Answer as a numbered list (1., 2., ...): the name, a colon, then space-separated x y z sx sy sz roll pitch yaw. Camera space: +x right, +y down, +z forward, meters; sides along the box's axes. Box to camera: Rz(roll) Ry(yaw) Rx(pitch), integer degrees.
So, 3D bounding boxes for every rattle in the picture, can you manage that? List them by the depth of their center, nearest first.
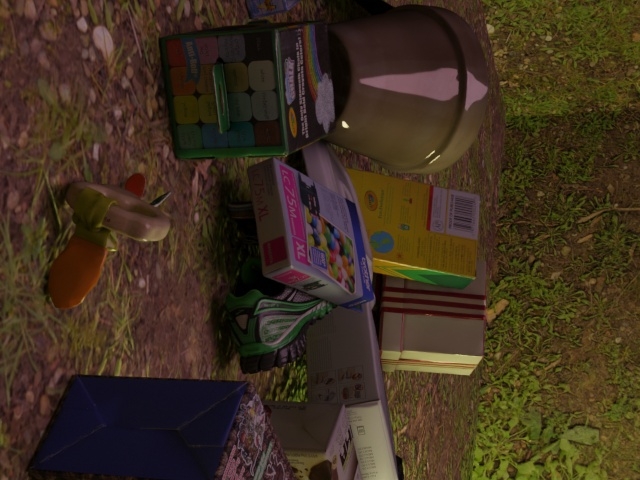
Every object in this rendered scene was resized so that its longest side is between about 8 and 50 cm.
1. rattle: -0.250 -0.003 1.267 0.199 0.130 0.142 -128 -136 -78

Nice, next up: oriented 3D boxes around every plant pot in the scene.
1. plant pot: 0.097 -0.280 1.922 0.280 0.323 0.323 -4 93 -41

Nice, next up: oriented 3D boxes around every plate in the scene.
1. plate: 0.037 -0.066 1.997 0.278 0.045 0.277 51 22 -61

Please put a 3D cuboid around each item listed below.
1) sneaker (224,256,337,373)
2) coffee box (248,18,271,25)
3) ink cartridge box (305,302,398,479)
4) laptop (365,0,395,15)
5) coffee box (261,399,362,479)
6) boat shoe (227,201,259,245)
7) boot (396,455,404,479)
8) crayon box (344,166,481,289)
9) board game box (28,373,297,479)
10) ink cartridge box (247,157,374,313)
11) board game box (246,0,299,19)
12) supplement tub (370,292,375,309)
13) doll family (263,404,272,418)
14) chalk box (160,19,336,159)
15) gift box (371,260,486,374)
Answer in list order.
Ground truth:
1. sneaker: -0.056 0.075 1.722 0.343 0.134 0.146 -58 135 -63
2. coffee box: -0.091 -0.265 1.772 0.113 0.040 0.184 39 53 -66
3. ink cartridge box: 0.058 0.301 1.912 0.309 0.130 0.271 -94 172 -58
4. laptop: 0.165 -0.601 2.255 0.236 0.408 0.382 -58 163 9
5. coffee box: -0.025 0.414 1.737 0.119 0.168 0.297 -65 147 -52
6. boat shoe: -0.099 -0.025 1.700 0.183 0.066 0.066 15 76 -70
7. boot: 0.119 0.621 2.193 0.348 0.131 0.260 -22 110 -70
8. crayon box: 0.173 -0.028 2.218 0.081 0.319 0.202 123 -23 -64
9. board game box: -0.164 0.305 1.244 0.141 0.232 0.291 -71 152 -42
10. ink cartridge box: 0.000 0.000 1.700 0.311 0.065 0.185 29 46 -57
11. board game box: -0.034 -0.441 1.786 0.194 0.194 0.060 -50 136 -42
12. supplement tub: 0.068 0.138 2.165 0.107 0.071 0.071 -49 135 -64
13. doll family: -0.124 0.312 1.538 0.076 0.111 0.192 -43 129 -65
14. chalk box: -0.110 -0.218 1.514 0.289 0.179 0.180 -35 123 -66
15. gift box: 0.224 0.184 2.354 0.276 0.258 0.255 94 1 -67
